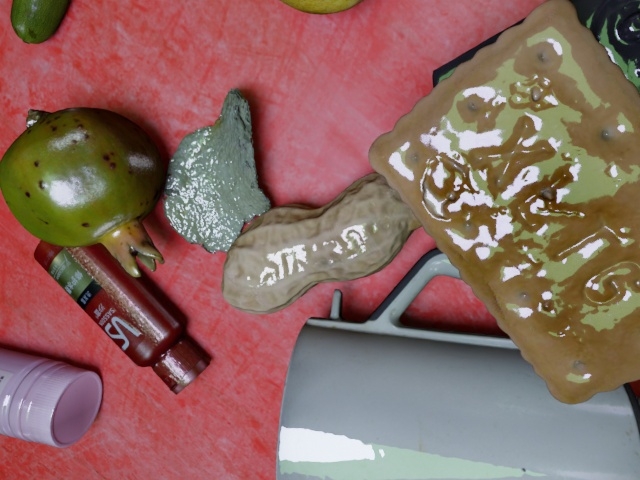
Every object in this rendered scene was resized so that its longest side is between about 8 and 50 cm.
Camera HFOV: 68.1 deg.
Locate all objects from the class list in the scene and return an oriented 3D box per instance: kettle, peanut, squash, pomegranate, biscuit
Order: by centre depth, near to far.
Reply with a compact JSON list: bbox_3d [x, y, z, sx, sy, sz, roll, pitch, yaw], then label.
[{"bbox_3d":[0.213,-0.020,0.419,0.217,0.044,0.324,-37,91,24],"label":"biscuit"},{"bbox_3d":[0.160,0.186,0.593,0.377,0.250,0.360,2,75,10],"label":"kettle"},{"bbox_3d":[0.000,0.000,0.622,0.299,0.120,0.136,-22,77,14],"label":"peanut"},{"bbox_3d":[-0.297,-0.064,0.624,0.198,0.198,0.246,-47,64,19],"label":"pomegranate"},{"bbox_3d":[-0.358,-0.383,0.638,0.066,0.066,0.252,33,109,4],"label":"squash"}]

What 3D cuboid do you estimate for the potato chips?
[{"bbox_3d":[-0.137,-0.093,0.660,0.167,0.059,0.228,48,117,6],"label":"potato chips"}]

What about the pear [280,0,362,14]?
[{"bbox_3d":[-0.008,-0.354,0.501,0.198,0.197,0.197,3,104,13],"label":"pear"}]

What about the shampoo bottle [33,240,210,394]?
[{"bbox_3d":[-0.306,0.104,0.739,0.314,0.076,0.118,48,117,-1],"label":"shampoo bottle"}]

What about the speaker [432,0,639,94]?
[{"bbox_3d":[0.271,-0.112,0.496,0.232,0.184,0.253,-26,95,18],"label":"speaker"}]

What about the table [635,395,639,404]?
[{"bbox_3d":[0.416,0.238,0.510,0.167,0.198,0.166,-7,75,25],"label":"table"}]

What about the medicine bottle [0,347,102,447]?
[{"bbox_3d":[-0.516,0.256,0.800,0.250,0.133,0.133,8,105,10],"label":"medicine bottle"}]
